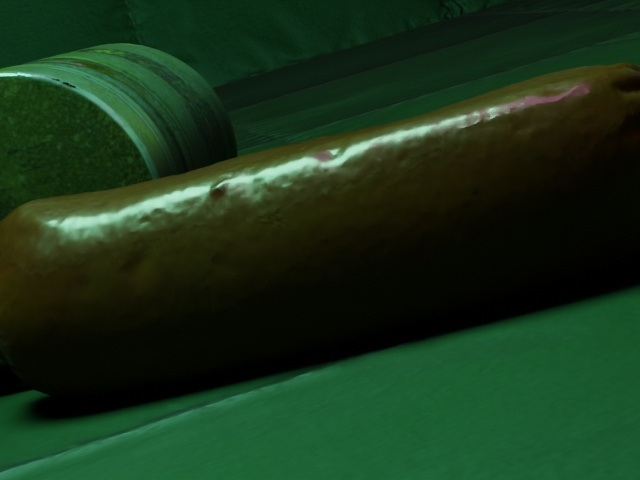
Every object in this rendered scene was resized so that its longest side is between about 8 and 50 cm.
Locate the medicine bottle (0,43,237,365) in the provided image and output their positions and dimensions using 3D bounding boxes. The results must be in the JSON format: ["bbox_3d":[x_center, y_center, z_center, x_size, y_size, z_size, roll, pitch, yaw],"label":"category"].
[{"bbox_3d":[-0.137,-0.034,1.052,0.151,0.151,0.322,-15,8,7],"label":"medicine bottle"}]

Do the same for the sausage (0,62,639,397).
[{"bbox_3d":[0.000,0.001,0.821,0.348,0.097,0.094,-13,19,13],"label":"sausage"}]

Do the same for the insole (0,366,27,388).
[{"bbox_3d":[-0.060,0.037,0.979,0.253,0.005,0.086,-18,8,-19],"label":"insole"}]
